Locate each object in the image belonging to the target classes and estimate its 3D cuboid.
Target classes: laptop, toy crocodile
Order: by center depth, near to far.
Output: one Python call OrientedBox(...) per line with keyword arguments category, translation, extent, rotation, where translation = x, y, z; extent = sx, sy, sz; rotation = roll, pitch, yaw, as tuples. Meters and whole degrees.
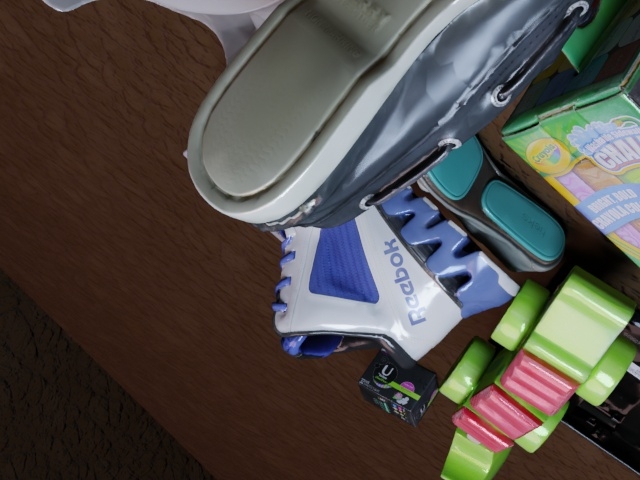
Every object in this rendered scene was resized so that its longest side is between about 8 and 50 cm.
OrientedBox(category="toy crocodile", translation=(0.186, 0.130, 1.177), extent=(0.115, 0.105, 0.340), rotation=(35, 148, 3))
OrientedBox(category="laptop", translation=(0.297, 0.135, 1.304), extent=(0.234, 0.136, 0.264), rotation=(34, 135, 4))

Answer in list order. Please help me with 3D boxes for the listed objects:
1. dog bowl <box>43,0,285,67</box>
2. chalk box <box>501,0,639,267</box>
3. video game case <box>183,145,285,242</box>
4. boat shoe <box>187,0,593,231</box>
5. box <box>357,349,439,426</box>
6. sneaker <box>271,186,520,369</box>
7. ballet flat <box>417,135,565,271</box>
OrientedBox(category="dog bowl", translation=(-0.086, -0.261, 0.796), extent=(0.348, 0.102, 0.349), rotation=(21, 144, 17))
OrientedBox(category="chalk box", translation=(0.209, -0.085, 0.779), extent=(0.213, 0.132, 0.132), rotation=(42, 159, -13))
OrientedBox(category="video game case", translation=(-0.045, -0.053, 1.425), extent=(0.201, 0.023, 0.183), rotation=(42, 159, -14))
OrientedBox(category="boat shoe", translation=(0.081, -0.127, 0.684), extent=(0.127, 0.340, 0.113), rotation=(48, -169, 36))
OrientedBox(category="box", translation=(0.101, 0.189, 1.670), extent=(0.083, 0.062, 0.052), rotation=(25, 157, 26))
OrientedBox(category="sneaker", translation=(0.001, 0.001, 1.146), extent=(0.315, 0.182, 0.127), rotation=(43, -179, 20))
OrientedBox(category="ballet flat", translation=(0.120, -0.044, 1.098), extent=(0.213, 0.072, 0.068), rotation=(42, 153, -20))
